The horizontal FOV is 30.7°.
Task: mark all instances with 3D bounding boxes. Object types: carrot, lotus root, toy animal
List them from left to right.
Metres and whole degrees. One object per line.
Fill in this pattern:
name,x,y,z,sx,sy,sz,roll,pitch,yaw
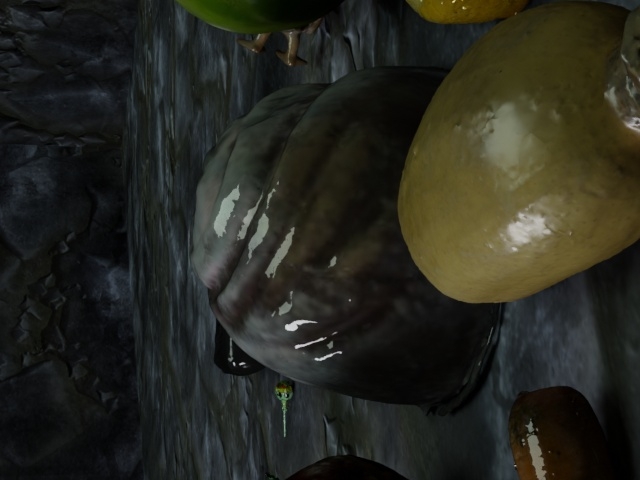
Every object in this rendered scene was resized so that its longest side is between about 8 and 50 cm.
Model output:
toy animal,-0.023,-0.289,1.330,0.188,0.089,0.179,-118,47,-71
lotus root,0.119,-0.046,0.672,0.303,0.130,0.146,130,138,-66
carrot,0.152,0.176,0.681,0.060,0.060,0.186,130,132,-67

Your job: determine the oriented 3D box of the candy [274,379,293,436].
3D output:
candy,-0.045,0.215,1.479,0.023,0.025,0.083,-57,-31,-62

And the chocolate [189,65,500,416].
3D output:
chocolate,0.000,0.000,0.964,0.303,0.213,0.303,-177,90,-74

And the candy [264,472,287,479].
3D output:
candy,-0.002,0.342,1.204,0.141,0.078,0.203,-139,39,-84

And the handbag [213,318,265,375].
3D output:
handbag,-0.105,0.044,1.584,0.244,0.088,0.275,157,110,-76

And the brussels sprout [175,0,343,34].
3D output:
brussels sprout,-0.055,-0.359,1.070,0.344,0.268,0.344,4,-90,-89

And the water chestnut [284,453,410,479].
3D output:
water chestnut,0.028,0.286,0.905,0.224,0.238,0.224,-46,15,16

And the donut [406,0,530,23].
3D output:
donut,0.087,-0.238,0.837,0.162,0.065,0.178,12,120,67
